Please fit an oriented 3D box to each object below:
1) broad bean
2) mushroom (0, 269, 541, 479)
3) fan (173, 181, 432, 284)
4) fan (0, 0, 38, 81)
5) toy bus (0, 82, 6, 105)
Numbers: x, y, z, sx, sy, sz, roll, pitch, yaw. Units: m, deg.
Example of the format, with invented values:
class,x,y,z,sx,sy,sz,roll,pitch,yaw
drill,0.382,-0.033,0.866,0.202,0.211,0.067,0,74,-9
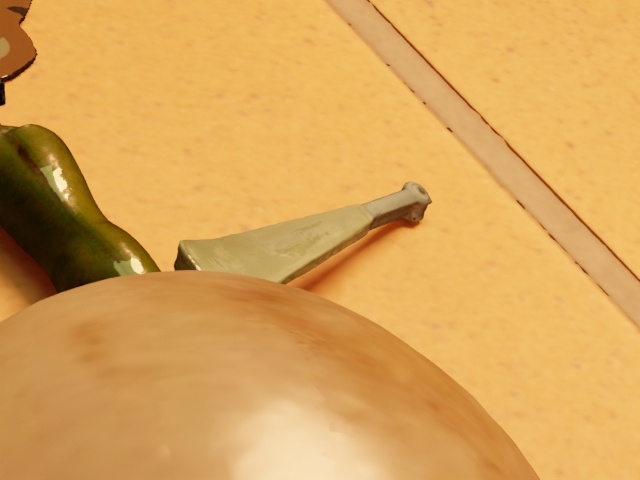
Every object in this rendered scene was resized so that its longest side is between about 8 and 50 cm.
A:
class,x,y,z,sx,sy,sz,roll,pitch,yaw
broad bean,-0.065,0.031,0.800,0.256,0.052,0.052,42,31,25
mushroom,-0.051,0.169,0.498,0.290,0.297,0.297,-22,44,5
fan,0.000,0.000,0.851,0.038,0.016,0.193,42,29,16
fan,-0.214,-0.156,1.002,0.152,0.008,0.227,8,41,-11
toy bus,-0.202,-0.081,0.815,0.079,0.092,0.160,5,14,24
